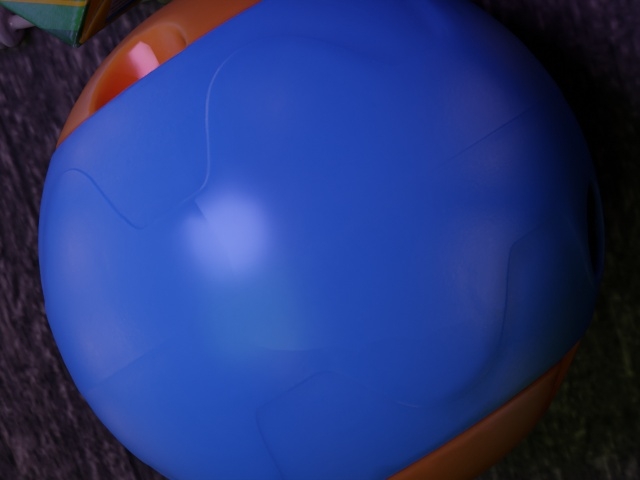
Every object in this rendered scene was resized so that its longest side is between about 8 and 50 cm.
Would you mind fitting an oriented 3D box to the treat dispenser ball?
[{"bbox_3d":[0.000,0.000,0.881,0.288,0.288,0.288,13,124,21],"label":"treat dispenser ball"}]

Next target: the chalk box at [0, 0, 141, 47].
[{"bbox_3d":[-0.173,-0.227,0.935,0.213,0.132,0.132,31,128,9],"label":"chalk box"}]

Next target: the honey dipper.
[{"bbox_3d":[-0.153,-0.139,1.044,0.161,0.030,0.030,-6,115,28],"label":"honey dipper"}]
